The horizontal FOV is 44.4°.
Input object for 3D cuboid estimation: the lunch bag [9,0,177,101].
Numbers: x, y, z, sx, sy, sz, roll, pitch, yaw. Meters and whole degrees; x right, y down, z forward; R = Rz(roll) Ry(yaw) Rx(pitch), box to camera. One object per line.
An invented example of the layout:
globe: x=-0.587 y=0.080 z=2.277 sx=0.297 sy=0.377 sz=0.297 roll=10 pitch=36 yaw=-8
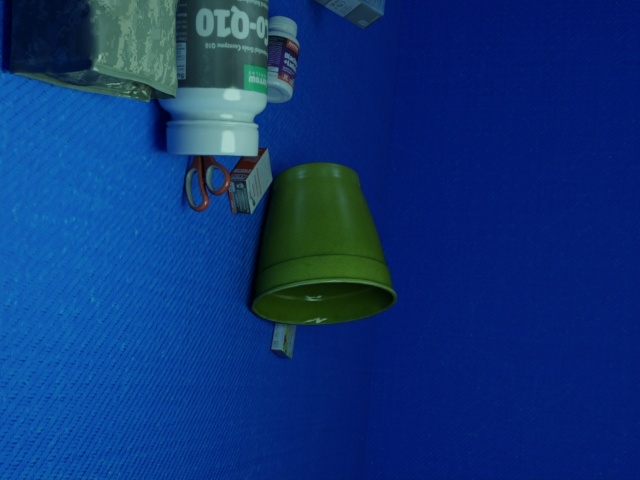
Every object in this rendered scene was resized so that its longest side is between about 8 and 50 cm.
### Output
lunch bag: x=-0.304 y=-0.337 z=1.147 sx=0.287 sy=0.169 sz=0.235 roll=-5 pitch=97 yaw=-70

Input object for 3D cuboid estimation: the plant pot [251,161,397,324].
plant pot: x=0.000 y=0.000 z=2.028 sx=0.366 sy=0.366 sz=0.353 roll=55 pitch=29 yaw=-65

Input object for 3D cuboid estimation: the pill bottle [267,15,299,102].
pill bottle: x=-0.109 y=-0.447 z=1.929 sx=0.108 sy=0.108 sz=0.193 roll=52 pitch=43 yaw=-67

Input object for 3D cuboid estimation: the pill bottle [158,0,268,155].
pill bottle: x=-0.198 y=-0.338 z=1.450 sx=0.204 sy=0.204 sz=0.361 roll=-18 pitch=109 yaw=-73

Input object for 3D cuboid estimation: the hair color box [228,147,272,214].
hair color box: x=-0.168 y=-0.144 z=1.871 sx=0.167 sy=0.053 sz=0.093 roll=-67 pitch=156 yaw=-54

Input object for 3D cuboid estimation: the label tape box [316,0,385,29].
label tape box: x=0.047 y=-0.827 z=2.353 sx=0.333 sy=0.106 sz=0.241 roll=22 pitch=65 yaw=-29

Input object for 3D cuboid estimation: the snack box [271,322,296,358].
snack box: x=-0.099 y=0.253 z=2.204 sx=0.100 sy=0.037 sz=0.141 roll=59 pitch=37 yaw=-65

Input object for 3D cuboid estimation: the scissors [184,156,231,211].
scissors: x=-0.250 y=-0.200 z=1.598 sx=0.021 sy=0.109 sz=0.297 roll=22 pitch=46 yaw=-55
